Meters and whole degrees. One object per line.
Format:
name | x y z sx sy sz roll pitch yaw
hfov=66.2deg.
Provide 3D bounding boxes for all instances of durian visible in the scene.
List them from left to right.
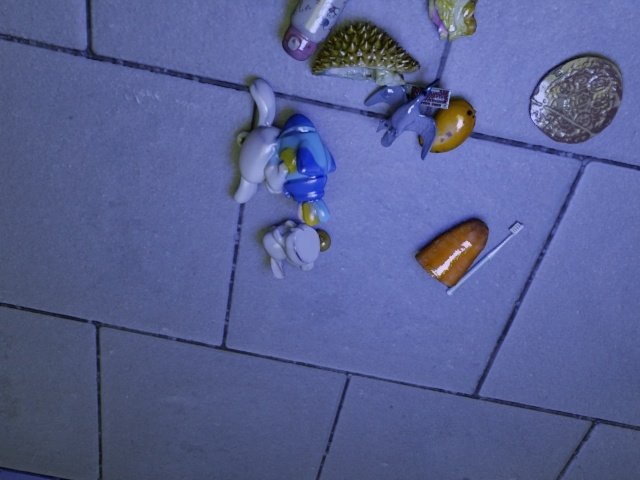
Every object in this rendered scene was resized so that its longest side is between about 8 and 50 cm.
durian | 0.128 -0.480 1.317 0.305 0.172 0.167 -1 142 -4

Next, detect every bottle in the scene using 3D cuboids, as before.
bottle | -0.016 -0.587 1.289 0.109 0.110 0.233 32 115 -12

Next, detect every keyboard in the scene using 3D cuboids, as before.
keyboard | 0.279 -0.404 1.376 0.165 0.017 0.055 16 122 24

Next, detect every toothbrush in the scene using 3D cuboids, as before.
toothbrush | 0.541 0.066 1.633 0.030 0.025 0.342 36 115 -6

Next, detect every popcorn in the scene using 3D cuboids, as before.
popcorn | 0.339 -0.587 1.255 0.126 0.126 0.145 -5 108 17

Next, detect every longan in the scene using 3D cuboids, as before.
longan | 0.000 0.000 1.612 0.075 0.083 0.075 1 80 -4

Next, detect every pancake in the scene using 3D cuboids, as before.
pancake | 0.721 -0.391 1.375 0.249 0.031 0.250 2 118 4

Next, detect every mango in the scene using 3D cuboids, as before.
mango | 0.368 -0.320 1.410 0.115 0.090 0.178 39 118 0

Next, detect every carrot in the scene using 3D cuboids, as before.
carrot | 0.435 0.026 1.550 0.159 0.159 0.225 37 112 -14

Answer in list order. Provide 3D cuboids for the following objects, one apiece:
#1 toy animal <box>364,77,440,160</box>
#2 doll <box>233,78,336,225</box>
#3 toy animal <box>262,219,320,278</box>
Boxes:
toy animal | 0.243 -0.342 1.375 0.176 0.255 0.239 -39 88 -14
doll | -0.095 -0.232 1.438 0.365 0.187 0.376 28 139 22
toy animal | -0.093 0.028 1.584 0.193 0.127 0.179 -15 106 48
